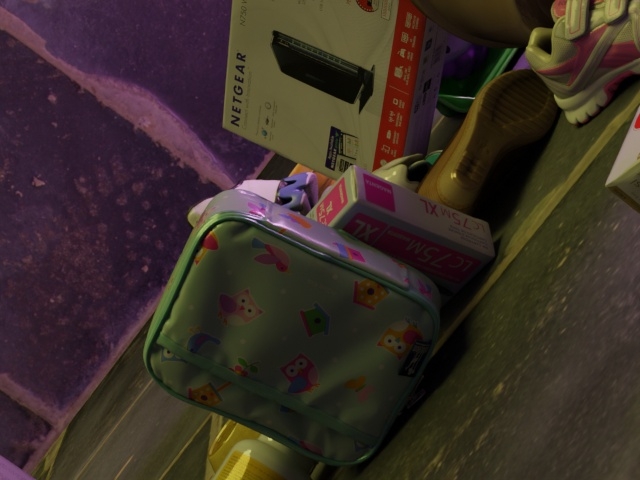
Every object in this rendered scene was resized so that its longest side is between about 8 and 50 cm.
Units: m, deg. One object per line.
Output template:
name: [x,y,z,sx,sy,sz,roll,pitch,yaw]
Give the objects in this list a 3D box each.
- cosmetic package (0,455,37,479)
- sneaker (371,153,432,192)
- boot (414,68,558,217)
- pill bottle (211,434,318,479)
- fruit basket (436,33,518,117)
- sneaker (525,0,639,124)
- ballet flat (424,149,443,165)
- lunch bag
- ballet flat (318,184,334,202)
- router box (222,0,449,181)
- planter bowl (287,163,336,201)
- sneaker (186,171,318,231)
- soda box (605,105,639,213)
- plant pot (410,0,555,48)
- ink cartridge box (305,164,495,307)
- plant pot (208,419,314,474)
cosmetic package: [-0.569,0.532,2.466,0.327,0.329,0.393,-54,9,-7]
sneaker: [0.103,-0.052,1.922,0.129,0.111,0.297,-39,1,17]
boot: [0.168,-0.080,1.800,0.248,0.090,0.207,-49,-3,-36]
pill bottle: [-0.070,0.278,1.635,0.184,0.103,0.103,-57,10,-16]
fruit basket: [0.191,-0.392,2.157,0.392,0.283,0.392,-56,-7,-11]
sneaker: [0.300,-0.224,1.592,0.252,0.111,0.103,-44,14,45]
ballet flat: [0.154,-0.097,2.083,0.114,0.041,0.041,-41,16,50]
lunch bag: [-0.025,0.097,1.549,0.224,0.279,0.108,-63,6,15]
ballet flat: [0.000,0.000,2.408,0.068,0.072,0.213,4,55,43]
router box: [0.018,-0.251,2.113,0.082,0.301,0.335,-40,-33,-44]
planter bowl: [-0.002,-0.087,2.638,0.217,0.090,0.217,-52,9,11]
sneaker: [-0.122,0.031,2.325,0.127,0.182,0.316,71,-151,-57]
soda box: [0.309,-0.110,1.253,0.069,0.074,0.216,-40,16,54]
plant pot: [0.260,-0.348,1.785,0.323,0.323,0.280,-52,26,13]
ink cartridge box: [0.025,0.061,1.689,0.311,0.185,0.065,-46,35,37]
plant pot: [-0.073,0.249,1.770,0.134,0.095,0.134,-52,9,12]
